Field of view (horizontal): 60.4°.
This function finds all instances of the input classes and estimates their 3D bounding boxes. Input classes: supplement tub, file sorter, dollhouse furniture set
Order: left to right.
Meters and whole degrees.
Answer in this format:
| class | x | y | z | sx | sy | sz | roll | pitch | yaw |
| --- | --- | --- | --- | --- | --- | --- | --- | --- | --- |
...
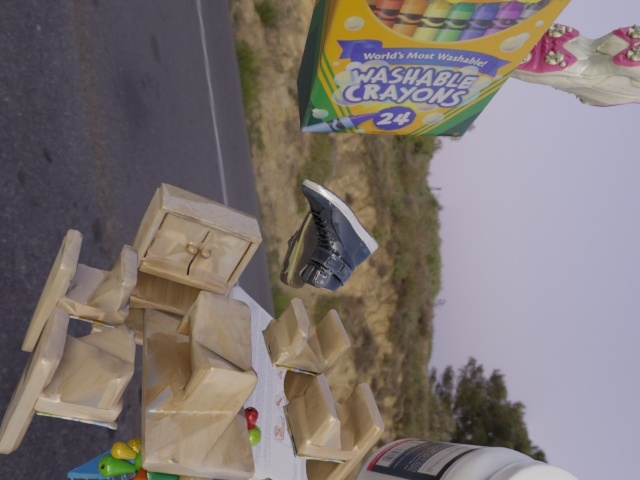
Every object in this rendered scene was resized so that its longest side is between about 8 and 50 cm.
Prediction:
| class | x | y | z | sx | sy | sz | roll | pitch | yaw |
| --- | --- | --- | --- | --- | --- | --- | --- | --- | --- |
| file sorter | -0.475 | 0.558 | 1.287 | 0.170 | 0.118 | 0.104 | -7 | 88 | -68 |
| dollhouse furniture set | -0.184 | 0.145 | 0.716 | 0.256 | 0.362 | 0.394 | -56 | -149 | 23 |
| supplement tub | 0.169 | 0.340 | 0.651 | 0.272 | 0.191 | 0.191 | 147 | -61 | -62 |

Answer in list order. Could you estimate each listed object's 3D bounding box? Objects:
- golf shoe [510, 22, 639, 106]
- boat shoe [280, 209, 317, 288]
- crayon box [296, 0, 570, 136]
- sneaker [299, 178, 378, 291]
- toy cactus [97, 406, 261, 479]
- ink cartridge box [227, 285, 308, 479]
| class | x | y | z | sx | sy | sz | roll | pitch | yaw |
| --- | --- | --- | --- | --- | --- | --- | --- | --- | --- |
| golf shoe | 0.421 | -0.274 | 0.903 | 0.115 | 0.307 | 0.140 | -62 | 148 | -21 |
| boat shoe | -0.051 | 0.012 | 1.425 | 0.080 | 0.074 | 0.223 | 28 | 77 | -51 |
| crayon box | 0.101 | -0.216 | 0.521 | 0.323 | 0.203 | 0.083 | 116 | -29 | -66 |
| sneaker | 0.001 | 0.001 | 1.095 | 0.226 | 0.163 | 0.086 | 48 | -11 | -30 |
| toy cactus | -0.176 | 0.307 | 0.742 | 0.112 | 0.219 | 0.180 | -124 | -161 | -54 |
| ink cartridge box | -0.110 | 0.269 | 0.966 | 0.261 | 0.066 | 0.296 | 50 | 29 | -42 |
